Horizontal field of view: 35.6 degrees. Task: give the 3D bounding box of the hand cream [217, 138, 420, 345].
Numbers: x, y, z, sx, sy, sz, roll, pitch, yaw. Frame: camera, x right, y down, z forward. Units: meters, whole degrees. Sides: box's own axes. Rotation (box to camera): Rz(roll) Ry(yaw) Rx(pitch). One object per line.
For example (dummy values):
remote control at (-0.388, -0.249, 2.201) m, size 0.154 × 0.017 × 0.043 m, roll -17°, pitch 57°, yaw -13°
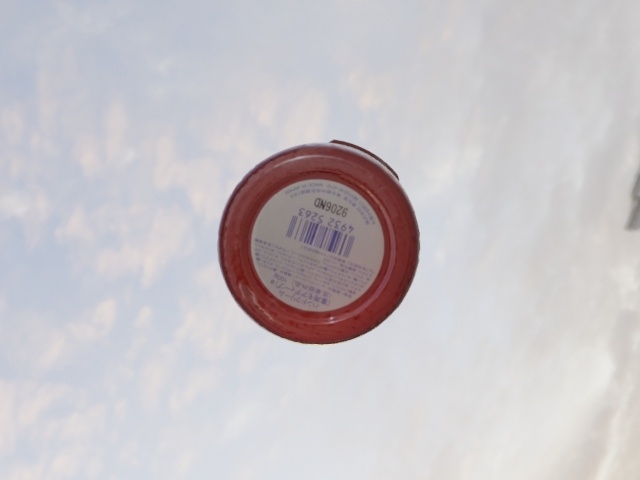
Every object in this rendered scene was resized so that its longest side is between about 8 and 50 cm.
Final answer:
hand cream at (0.000, 0.000, 0.949) m, size 0.125 × 0.193 × 0.193 m, roll -78°, pitch 9°, yaw -82°
